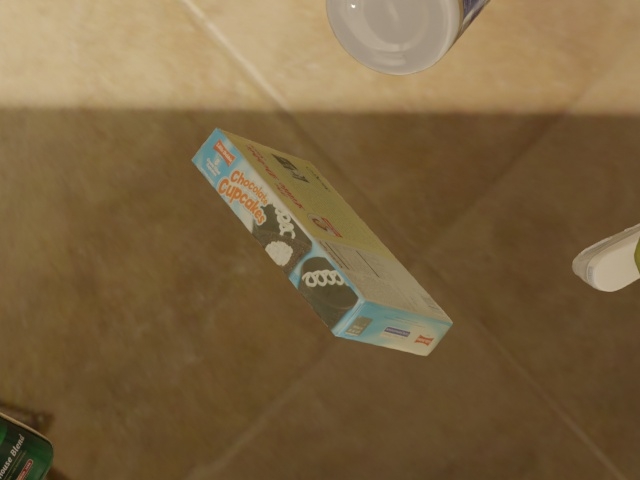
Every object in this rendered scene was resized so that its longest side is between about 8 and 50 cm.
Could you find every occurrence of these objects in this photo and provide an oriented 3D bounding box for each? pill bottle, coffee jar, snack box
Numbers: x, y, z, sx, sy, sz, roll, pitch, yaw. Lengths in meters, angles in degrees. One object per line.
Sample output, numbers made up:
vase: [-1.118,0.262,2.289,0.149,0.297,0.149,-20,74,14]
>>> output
pill bottle: [0.089,-0.222,1.171,0.112,0.187,0.112,13,125,19]
coffee jar: [-0.338,0.176,1.278,0.184,0.079,0.096,39,73,-26]
snack box: [0.000,0.000,1.682,0.060,0.322,0.187,-52,144,16]

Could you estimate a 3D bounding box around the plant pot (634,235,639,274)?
plant pot: [0.390,0.044,1.085,0.276,0.254,0.276,-31,150,-20]

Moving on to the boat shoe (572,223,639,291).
boat shoe: [0.373,0.007,1.631,0.184,0.063,0.066,-28,115,-17]
